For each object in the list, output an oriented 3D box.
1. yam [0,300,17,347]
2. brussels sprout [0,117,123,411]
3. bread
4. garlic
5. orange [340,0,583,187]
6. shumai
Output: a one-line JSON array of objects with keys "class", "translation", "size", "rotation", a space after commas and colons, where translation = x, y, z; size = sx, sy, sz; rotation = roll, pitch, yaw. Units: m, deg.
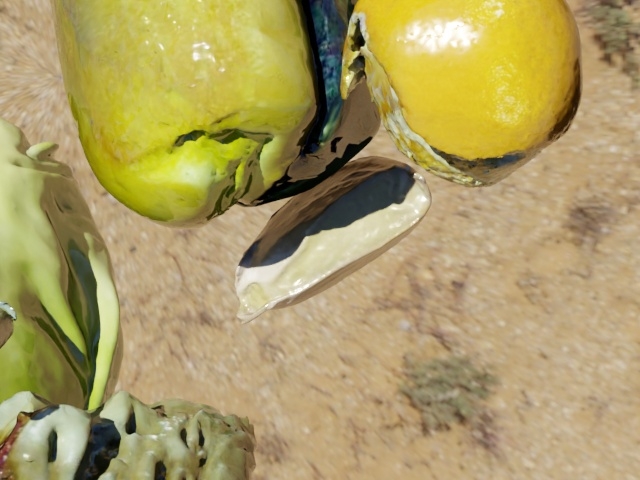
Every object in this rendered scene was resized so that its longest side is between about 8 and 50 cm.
[{"class": "yam", "translation": [-0.227, 0.070, 0.945], "size": [0.027, 0.129, 0.033], "rotation": [12, 101, -3]}, {"class": "brussels sprout", "translation": [-0.341, 0.136, 1.266], "size": [0.343, 0.361, 0.425], "rotation": [-8, 137, -18]}, {"class": "bread", "translation": [-0.102, -0.201, 1.115], "size": [0.251, 0.208, 0.376], "rotation": [-20, 75, 32]}, {"class": "garlic", "translation": [0.008, -0.007, 1.214], "size": [0.196, 0.101, 0.087], "rotation": [-32, 97, 11]}, {"class": "orange", "translation": [0.080, -0.105, 0.855], "size": [0.134, 0.156, 0.156], "rotation": [-3, 97, -21]}, {"class": "shumai", "translation": [-0.164, 0.212, 1.035], "size": [0.218, 0.256, 0.189], "rotation": [29, 121, -19]}]
